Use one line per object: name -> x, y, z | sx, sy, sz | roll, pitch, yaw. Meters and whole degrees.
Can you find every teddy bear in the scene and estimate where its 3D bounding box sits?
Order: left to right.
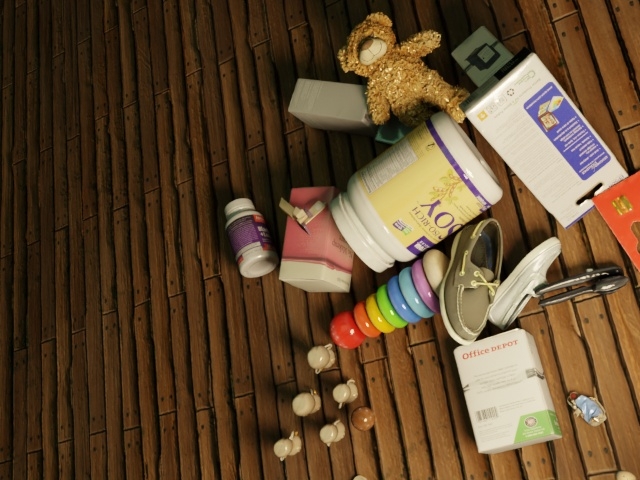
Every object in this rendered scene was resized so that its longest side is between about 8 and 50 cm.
teddy bear -> 0.192, -0.369, 1.836 | 0.245, 0.113, 0.338 | -23, 104, 34

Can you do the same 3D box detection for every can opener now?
can opener -> 0.530, 0.091, 1.616 | 0.186, 0.073, 0.059 | -13, 71, 12

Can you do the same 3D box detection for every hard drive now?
hard drive -> 0.211, -0.271, 1.944 | 0.135, 0.022, 0.094 | 16, 83, 16

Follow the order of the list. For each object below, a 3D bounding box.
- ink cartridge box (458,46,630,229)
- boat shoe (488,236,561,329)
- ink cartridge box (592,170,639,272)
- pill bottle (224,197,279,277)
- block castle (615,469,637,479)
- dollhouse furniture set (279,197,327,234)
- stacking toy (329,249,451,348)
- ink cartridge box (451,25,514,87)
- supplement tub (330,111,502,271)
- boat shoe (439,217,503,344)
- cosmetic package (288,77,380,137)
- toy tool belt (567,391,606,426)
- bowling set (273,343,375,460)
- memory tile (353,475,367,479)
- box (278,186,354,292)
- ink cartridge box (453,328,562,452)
ink cartridge box -> 0.466, -0.203, 1.636 | 0.175, 0.371, 0.069 | -41, 23, 14
boat shoe -> 0.443, 0.096, 1.684 | 0.081, 0.079, 0.227 | 46, 106, 26
ink cartridge box -> 0.766, -0.078, 1.528 | 0.384, 0.091, 0.308 | -32, 61, 15
pill bottle -> -0.186, -0.010, 2.067 | 0.108, 0.108, 0.194 | -33, 61, 18
block castle -> 0.707, 0.311, 1.317 | 0.212, 0.303, 0.453 | 38, 94, 35
dollhouse furniture set -> -0.045, -0.091, 1.854 | 0.081, 0.091, 0.114 | -44, 55, -7
stacking toy -> 0.158, 0.155, 1.803 | 0.330, 0.141, 0.141 | -32, 61, 24
ink cartridge box -> 0.405, -0.343, 1.739 | 0.100, 0.172, 0.237 | -40, 35, 16
supplement tub -> 0.211, -0.103, 1.781 | 0.331, 0.241, 0.241 | -36, 60, 16
boat shoe -> 0.326, 0.078, 1.671 | 0.091, 0.109, 0.305 | -41, 25, 46
cosmetic package -> 0.052, -0.337, 2.020 | 0.237, 0.127, 0.107 | 11, 81, 31
toy tool belt -> 0.524, 0.330, 1.569 | 0.052, 0.051, 0.083 | -48, 57, 9
bowling set -> 0.029, 0.397, 1.811 | 0.199, 0.154, 0.287 | 22, 85, 15
memory tile -> 0.080, 0.613, 1.767 | 0.113, 0.012, 0.148 | 42, 97, 33
box -> 0.000, 0.000, 1.929 | 0.126, 0.148, 0.233 | -1, 75, 29
ink cartridge box -> 0.384, 0.312, 1.633 | 0.160, 0.092, 0.220 | -21, 65, 23
